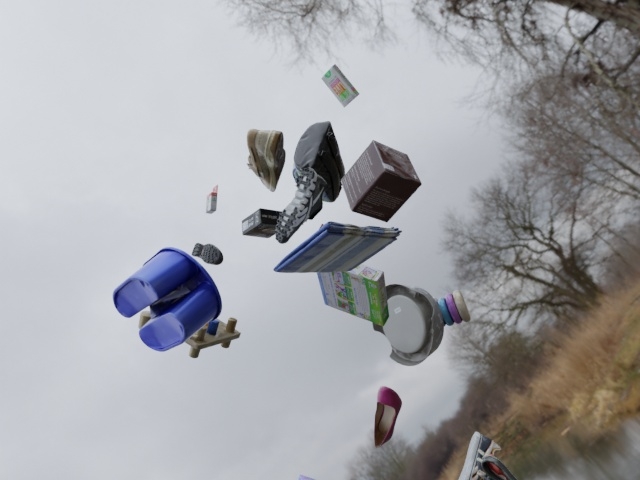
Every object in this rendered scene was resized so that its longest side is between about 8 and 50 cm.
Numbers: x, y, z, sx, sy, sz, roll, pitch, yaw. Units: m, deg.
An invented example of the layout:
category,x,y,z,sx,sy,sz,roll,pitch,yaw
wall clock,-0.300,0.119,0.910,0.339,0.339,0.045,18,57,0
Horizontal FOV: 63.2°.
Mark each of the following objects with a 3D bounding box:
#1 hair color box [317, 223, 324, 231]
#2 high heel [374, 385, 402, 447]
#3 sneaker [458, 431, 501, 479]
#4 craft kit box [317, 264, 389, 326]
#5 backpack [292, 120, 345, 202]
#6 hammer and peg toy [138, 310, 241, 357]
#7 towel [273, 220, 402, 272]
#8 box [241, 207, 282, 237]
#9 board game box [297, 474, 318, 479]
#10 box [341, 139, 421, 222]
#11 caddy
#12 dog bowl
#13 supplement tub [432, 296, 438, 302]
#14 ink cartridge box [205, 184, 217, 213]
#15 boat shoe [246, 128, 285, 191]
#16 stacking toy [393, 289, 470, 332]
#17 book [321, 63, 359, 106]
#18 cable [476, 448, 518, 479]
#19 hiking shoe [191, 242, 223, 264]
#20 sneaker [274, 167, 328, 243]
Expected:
category,x,y,z,sx,sy,sz,roll,pitch,yaw
hair color box,0.000,0.000,2.418,0.141,0.072,0.043,-60,4,20
high heel,0.199,0.561,1.652,0.117,0.082,0.244,-54,-26,-35
sneaker,0.631,0.946,2.085,0.126,0.127,0.321,84,-149,-67
craft kit box,0.110,0.168,1.802,0.061,0.246,0.250,-50,-35,-31
backpack,-0.003,-0.340,2.485,0.355,0.273,0.290,47,-129,-46
hammer and peg toy,-0.494,0.336,1.947,0.361,0.265,0.128,-3,-66,-63
towel,0.047,0.021,1.276,0.285,0.034,0.209,2,-32,-47
box,-0.266,-0.078,2.455,0.147,0.078,0.180,7,-22,-37
board game box,-0.037,0.896,1.598,0.347,0.078,0.234,145,145,-75
box,0.207,-0.202,1.813,0.168,0.167,0.203,16,-49,-31
caddy,-0.411,0.155,1.429,0.341,0.241,0.179,-28,10,47
dog bowl,0.373,0.348,2.208,0.102,0.349,0.349,-7,-41,-39
supplement tub,0.520,0.328,2.484,0.107,0.071,0.071,-50,-21,-20
ink cartridge box,-0.455,-0.174,2.176,0.029,0.115,0.063,8,-15,-29
boat shoe,-0.182,-0.270,1.716,0.341,0.110,0.122,100,-175,-69
stacking toy,0.462,0.328,2.228,0.330,0.141,0.141,-21,-20,16
book,0.077,-0.590,1.983,0.035,0.144,0.096,-46,9,-27
cable,0.548,0.668,1.417,0.072,0.287,0.140,-36,-52,-36
hiking shoe,-0.458,0.062,2.235,0.114,0.226,0.086,22,-93,-39
sneaker,-0.046,-0.087,1.514,0.106,0.078,0.234,25,-87,-39
